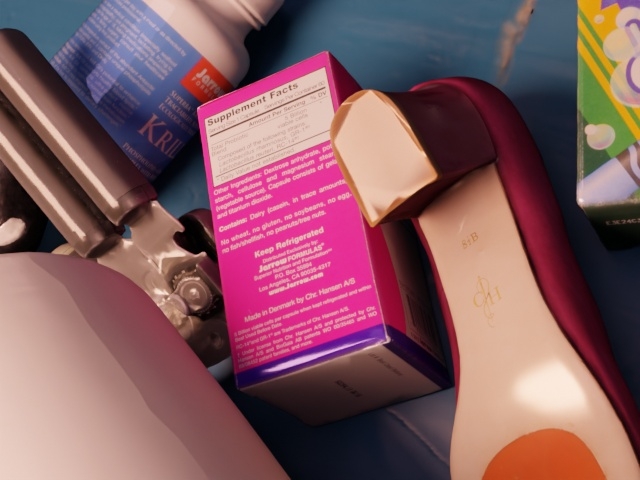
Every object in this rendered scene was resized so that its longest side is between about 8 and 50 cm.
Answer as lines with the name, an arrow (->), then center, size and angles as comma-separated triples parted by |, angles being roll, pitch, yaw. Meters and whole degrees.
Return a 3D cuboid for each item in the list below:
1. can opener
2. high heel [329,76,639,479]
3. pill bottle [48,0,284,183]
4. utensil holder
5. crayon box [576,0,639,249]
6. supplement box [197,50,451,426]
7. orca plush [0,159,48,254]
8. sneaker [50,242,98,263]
can opener -> -0.144, -0.030, 0.831 | 0.076, 0.095, 0.283 | -41, 87, 26
high heel -> 0.147, 0.062, 0.722 | 0.127, 0.181, 0.377 | -27, 80, 35
pill bottle -> -0.135, -0.137, 0.912 | 0.221, 0.124, 0.124 | -49, 56, 2
utensil holder -> -0.133, 0.242, 0.635 | 0.327, 0.327, 0.385 | -45, 54, 3
crayon box -> 0.273, -0.165, 0.743 | 0.203, 0.083, 0.323 | -6, 66, 25
supplement box -> 0.000, 0.000, 0.793 | 0.114, 0.111, 0.220 | -20, 61, 19
orca plush -> -0.287, 0.059, 0.922 | 0.102, 0.151, 0.287 | 40, 103, -6
sneaker -> -0.186, 0.111, 0.857 | 0.118, 0.083, 0.222 | 13, 74, 30
